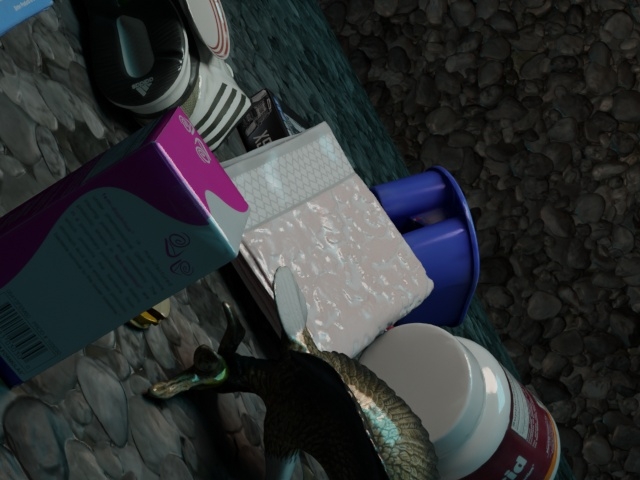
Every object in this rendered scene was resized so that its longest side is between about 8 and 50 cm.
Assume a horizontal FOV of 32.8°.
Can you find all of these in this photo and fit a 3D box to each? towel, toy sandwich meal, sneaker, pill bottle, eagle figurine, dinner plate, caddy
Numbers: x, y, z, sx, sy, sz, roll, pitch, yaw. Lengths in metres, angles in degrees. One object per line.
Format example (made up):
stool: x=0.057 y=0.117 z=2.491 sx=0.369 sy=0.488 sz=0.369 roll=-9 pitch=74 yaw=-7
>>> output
towel: x=0.000 y=0.000 z=1.524 sx=0.317 sy=0.053 sz=0.332 roll=57 pitch=37 yaw=2
toy sandwich meal: x=-0.189 y=0.055 z=1.124 sx=0.085 sy=0.029 sz=0.085 roll=54 pitch=15 yaw=-23
sneaker: x=-0.223 y=-0.302 z=1.525 sx=0.257 sy=0.169 sz=0.447 roll=54 pitch=21 yaw=-57
pill bottle: x=0.210 y=0.278 z=1.664 sx=0.392 sy=0.224 sz=0.224 roll=41 pitch=24 yaw=-53
eagle figurine: x=0.003 y=0.196 z=1.136 sx=0.226 sy=0.298 sz=0.225 roll=-50 pitch=157 yaw=-42
dinner plate: x=-0.153 y=-0.299 z=1.401 sx=0.141 sy=0.017 sz=0.141 roll=-18 pitch=90 yaw=-76
caddy: x=0.189 y=0.022 z=1.953 sx=0.341 sy=0.179 sz=0.241 roll=97 pitch=-25 yaw=-57

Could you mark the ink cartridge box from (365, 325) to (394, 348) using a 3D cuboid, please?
ink cartridge box: x=0.029 y=0.095 z=1.629 sx=0.150 sy=0.109 sz=0.063 roll=64 pitch=16 yaw=13

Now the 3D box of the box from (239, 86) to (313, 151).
box: x=-0.020 y=-0.084 z=1.876 sx=0.242 sy=0.076 sz=0.307 roll=32 pitch=32 yaw=-64

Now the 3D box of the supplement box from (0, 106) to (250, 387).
supplement box: x=-0.179 y=0.004 z=0.875 sx=0.111 sy=0.220 sz=0.114 roll=56 pitch=15 yaw=-17

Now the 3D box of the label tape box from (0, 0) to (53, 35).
label tape box: x=-0.384 y=-0.316 z=0.936 sx=0.240 sy=0.106 sz=0.334 roll=-80 pitch=147 yaw=-68
